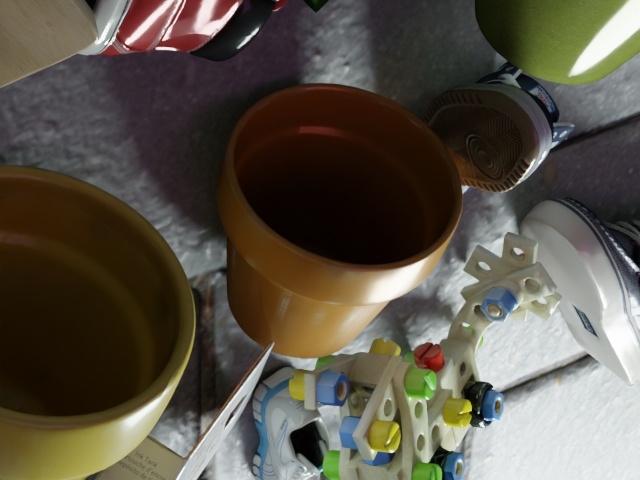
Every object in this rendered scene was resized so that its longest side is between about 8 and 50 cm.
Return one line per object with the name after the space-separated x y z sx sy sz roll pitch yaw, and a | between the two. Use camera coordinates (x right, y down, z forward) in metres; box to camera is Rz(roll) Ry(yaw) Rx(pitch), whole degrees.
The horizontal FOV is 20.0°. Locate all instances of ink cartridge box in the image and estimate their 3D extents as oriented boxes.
-0.149 0.212 1.627 0.261 0.066 0.296 -58 177 -18 | ink cartridge box

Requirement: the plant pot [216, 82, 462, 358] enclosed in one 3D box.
0.000 0.000 1.585 0.205 0.205 0.188 -17 149 -28 | plant pot

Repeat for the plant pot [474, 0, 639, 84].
0.242 -0.278 1.501 0.274 0.275 0.293 -13 144 -32 | plant pot

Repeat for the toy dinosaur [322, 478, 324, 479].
0.043 0.279 1.932 0.112 0.064 0.212 -22 138 -60 | toy dinosaur

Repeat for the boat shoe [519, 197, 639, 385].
0.322 0.015 1.921 0.158 0.127 0.340 -45 149 -8 | boat shoe

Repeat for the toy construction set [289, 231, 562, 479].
0.107 0.133 1.805 0.327 0.151 0.215 -39 127 -34 | toy construction set

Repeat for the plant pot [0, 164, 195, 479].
-0.252 0.109 1.439 0.254 0.254 0.239 -10 146 -34 | plant pot

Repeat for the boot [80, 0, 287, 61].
-0.072 -0.232 1.272 0.176 0.088 0.244 0 132 -41 | boot

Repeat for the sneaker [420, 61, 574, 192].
0.171 -0.109 1.608 0.153 0.099 0.282 -31 -179 -19 | sneaker

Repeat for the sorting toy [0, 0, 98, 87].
-0.317 -0.185 1.171 0.255 0.089 0.257 -23 141 11 | sorting toy

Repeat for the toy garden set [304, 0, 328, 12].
0.046 -0.284 1.391 0.204 0.049 0.244 -45 176 -1 | toy garden set

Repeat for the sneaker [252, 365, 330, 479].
-0.023 0.218 1.830 0.071 0.083 0.191 -29 139 -19 | sneaker
